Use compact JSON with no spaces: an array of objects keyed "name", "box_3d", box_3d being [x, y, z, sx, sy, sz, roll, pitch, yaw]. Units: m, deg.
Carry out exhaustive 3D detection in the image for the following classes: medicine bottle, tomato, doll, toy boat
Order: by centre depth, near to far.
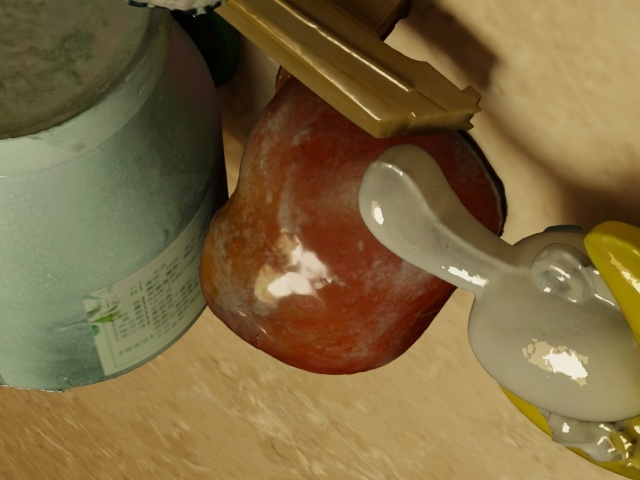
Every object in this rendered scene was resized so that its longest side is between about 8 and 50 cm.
[{"name":"doll","box_3d":[0.159,0.053,0.921,0.252,0.111,0.237,21,159,33]},{"name":"toy boat","box_3d":[0.006,-0.127,0.921,0.200,0.077,0.057,39,168,7]},{"name":"tomato","box_3d":[0.000,0.000,1.047,0.181,0.155,0.214,36,153,12]},{"name":"medicine bottle","box_3d":[-0.184,-0.067,1.052,0.245,0.245,0.290,37,160,18]}]

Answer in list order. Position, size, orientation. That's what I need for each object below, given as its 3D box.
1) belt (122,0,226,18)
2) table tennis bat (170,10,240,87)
[{"name":"belt","box_3d":[-0.102,-0.235,0.767,0.295,0.207,0.160,47,158,-7]},{"name":"table tennis bat","box_3d":[-0.142,-0.198,1.100,0.160,0.039,0.257,10,141,49]}]
